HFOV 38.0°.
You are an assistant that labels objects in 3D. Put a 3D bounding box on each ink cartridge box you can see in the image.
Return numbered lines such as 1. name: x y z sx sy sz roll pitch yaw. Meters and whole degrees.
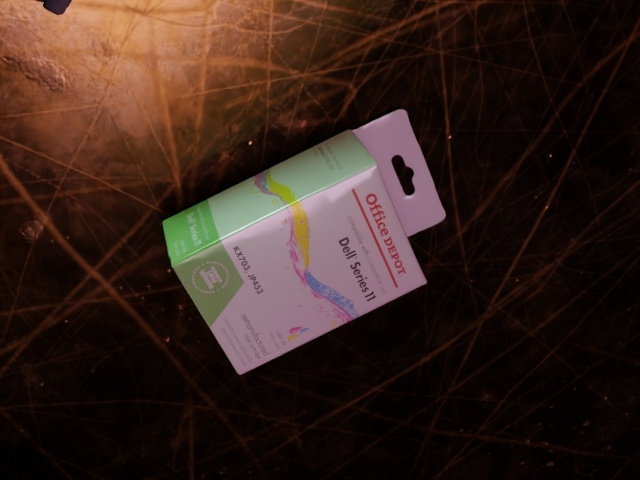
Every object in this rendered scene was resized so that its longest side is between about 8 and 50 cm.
1. ink cartridge box: 0.000 0.000 1.219 0.353 0.119 0.207 -27 122 0

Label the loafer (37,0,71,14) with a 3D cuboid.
1. loafer: -0.246 -0.379 0.945 0.095 0.109 0.302 23 113 -22
